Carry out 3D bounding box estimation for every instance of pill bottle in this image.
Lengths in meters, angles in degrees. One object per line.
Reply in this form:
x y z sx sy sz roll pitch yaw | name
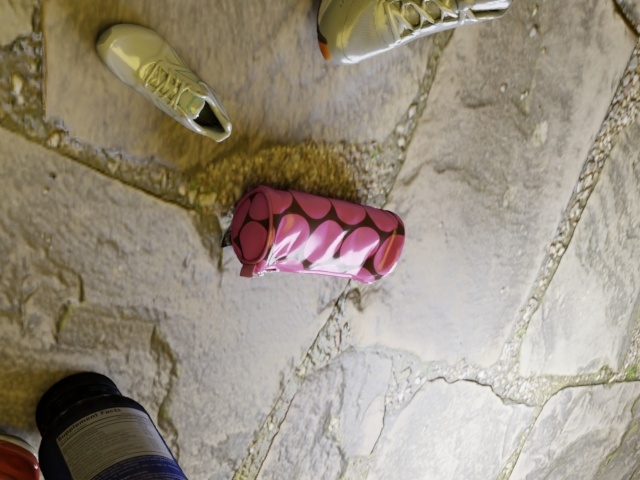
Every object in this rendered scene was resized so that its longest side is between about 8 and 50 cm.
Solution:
-0.212 0.235 0.831 0.123 0.219 0.122 -19 128 -26 | pill bottle

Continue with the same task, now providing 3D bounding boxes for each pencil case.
0.000 0.000 0.921 0.209 0.095 0.098 7 79 -37 | pencil case

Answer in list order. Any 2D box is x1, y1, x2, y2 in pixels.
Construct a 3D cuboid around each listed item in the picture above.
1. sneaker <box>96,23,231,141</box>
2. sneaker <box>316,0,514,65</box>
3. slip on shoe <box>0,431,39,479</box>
-0.134 -0.142 0.744 0.053 0.061 0.152 -51 134 6 | sneaker
0.119 -0.248 0.814 0.262 0.121 0.099 -34 133 -13 | sneaker
-0.411 0.225 0.763 0.331 0.101 0.123 23 105 -42 | slip on shoe
